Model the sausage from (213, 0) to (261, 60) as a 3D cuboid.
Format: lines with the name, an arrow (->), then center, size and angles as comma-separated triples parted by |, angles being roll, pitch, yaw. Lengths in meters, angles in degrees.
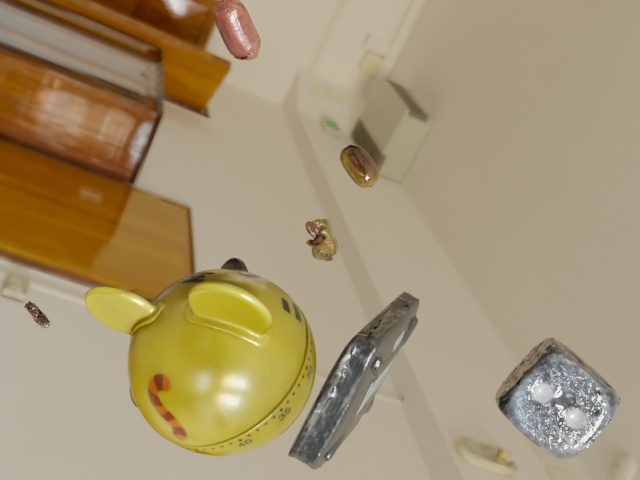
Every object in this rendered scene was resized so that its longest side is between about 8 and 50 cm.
sausage -> -0.173, -0.437, 1.846 | 0.076, 0.141, 0.076 | -15, -146, 11

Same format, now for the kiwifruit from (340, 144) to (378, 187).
kiwifruit -> 0.100, -0.189, 2.275 | 0.124, 0.075, 0.075 | 59, -38, 11

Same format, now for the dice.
dice -> 0.471, 0.314, 1.790 | 0.181, 0.183, 0.182 | -50, 175, 7

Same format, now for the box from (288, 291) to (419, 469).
box -> 0.084, 0.296, 1.928 | 0.350, 0.091, 0.359 | -64, 166, 25

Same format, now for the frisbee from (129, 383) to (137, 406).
frisbee -> -0.408, 0.347, 2.362 | 0.236, 0.017, 0.236 | -20, -141, 17

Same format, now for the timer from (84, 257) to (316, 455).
timer -> -0.191, 0.187, 1.584 | 0.376, 0.387, 0.376 | -19, -139, 18

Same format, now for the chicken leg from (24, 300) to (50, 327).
chicken leg -> -0.481, 0.132, 1.530 | 0.083, 0.021, 0.036 | 35, -32, 37

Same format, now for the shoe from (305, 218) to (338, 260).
shoe -> -0.002, -0.001, 2.239 | 0.072, 0.069, 0.109 | -6, -95, 50
